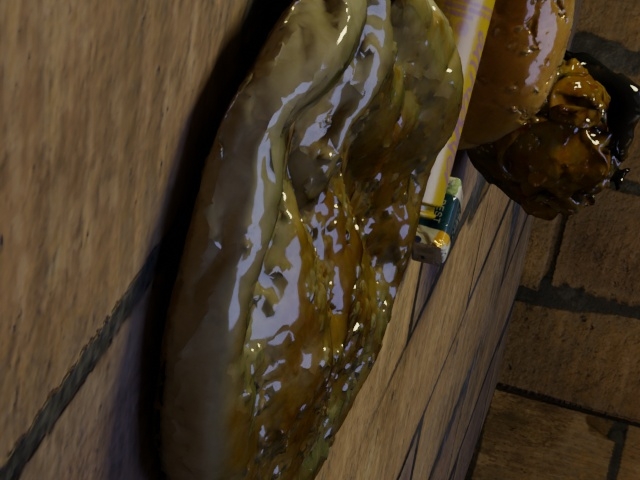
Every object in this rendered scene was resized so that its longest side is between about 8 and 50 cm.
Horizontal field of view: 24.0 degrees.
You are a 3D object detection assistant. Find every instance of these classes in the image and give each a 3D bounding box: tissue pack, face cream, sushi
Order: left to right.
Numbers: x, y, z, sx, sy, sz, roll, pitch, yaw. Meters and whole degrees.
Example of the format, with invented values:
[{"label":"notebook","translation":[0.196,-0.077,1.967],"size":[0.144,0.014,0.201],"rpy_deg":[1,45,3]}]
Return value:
[{"label":"face cream","translation":[0.066,-0.078,1.138],"size":[0.078,0.078,0.273],"rpy_deg":[-1,105,-79]},{"label":"tissue pack","translation":[0.123,-0.022,1.597],"size":[0.062,0.042,0.083],"rpy_deg":[72,34,-66]},{"label":"sushi","translation":[0.263,-0.131,1.753],"size":[0.204,0.200,0.213],"rpy_deg":[-49,147,-51]}]

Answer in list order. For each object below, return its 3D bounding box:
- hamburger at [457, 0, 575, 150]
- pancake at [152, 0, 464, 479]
[{"label":"hamburger","translation":[0.143,-0.197,1.240],"size":[0.124,0.131,0.262],"rpy_deg":[-55,152,-61]},{"label":"pancake","translation":[0.000,0.001,0.902],"size":[0.387,0.082,0.387],"rpy_deg":[17,90,-76]}]
